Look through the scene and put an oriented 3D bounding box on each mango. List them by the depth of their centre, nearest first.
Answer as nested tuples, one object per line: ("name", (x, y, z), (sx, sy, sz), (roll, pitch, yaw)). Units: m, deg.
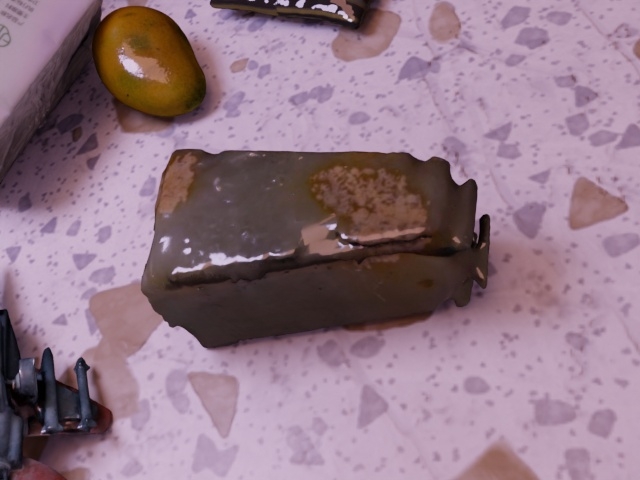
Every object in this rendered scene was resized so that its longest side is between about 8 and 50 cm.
("mango", (-0.200, -0.202, 0.976), (0.111, 0.089, 0.163), (-27, 60, 2))

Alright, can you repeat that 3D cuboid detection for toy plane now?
("toy plane", (-0.315, 0.110, 0.785), (0.223, 0.104, 0.326), (-5, 51, -17))

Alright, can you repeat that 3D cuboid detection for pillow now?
("pillow", (-0.004, -0.342, 1.015), (0.208, 0.052, 0.212), (16, 65, 26))

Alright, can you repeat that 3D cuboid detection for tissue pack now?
("tissue pack", (-0.464, -0.246, 0.950), (0.357, 0.194, 0.266), (31, 67, -8))

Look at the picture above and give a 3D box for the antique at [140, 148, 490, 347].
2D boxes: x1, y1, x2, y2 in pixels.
("antique", (0.000, 0.000, 0.732), (0.284, 0.125, 0.150), (-4, 57, 20))
